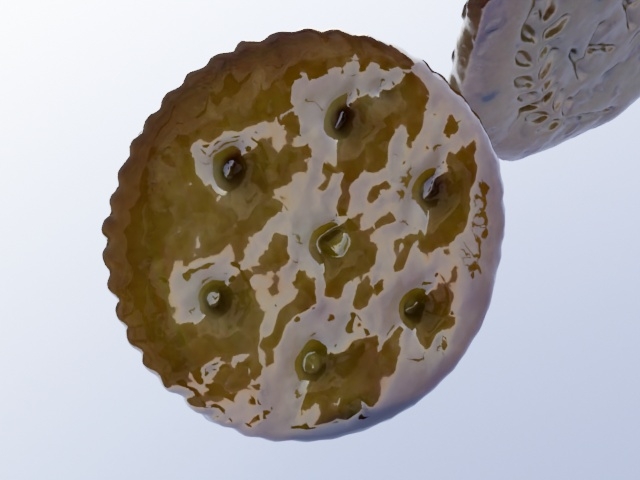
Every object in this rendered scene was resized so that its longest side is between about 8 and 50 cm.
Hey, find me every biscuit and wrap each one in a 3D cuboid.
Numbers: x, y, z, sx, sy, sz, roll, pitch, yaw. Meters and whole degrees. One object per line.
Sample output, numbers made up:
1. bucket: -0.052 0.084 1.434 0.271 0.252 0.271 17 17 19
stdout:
1. biscuit: 0.264 -0.206 0.722 0.359 0.359 0.046 -40 -121 14
2. biscuit: 0.000 0.000 0.413 0.220 0.220 0.066 -55 -161 -6
